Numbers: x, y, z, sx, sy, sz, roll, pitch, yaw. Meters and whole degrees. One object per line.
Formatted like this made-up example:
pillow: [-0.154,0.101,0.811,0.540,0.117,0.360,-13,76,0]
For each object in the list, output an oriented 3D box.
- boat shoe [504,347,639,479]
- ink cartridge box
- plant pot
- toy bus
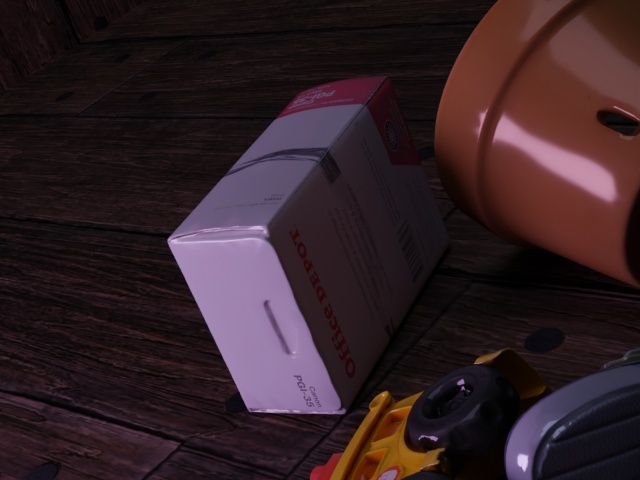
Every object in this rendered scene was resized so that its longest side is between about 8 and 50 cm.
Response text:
boat shoe: [0.231,0.123,0.816,0.302,0.109,0.094,-6,12,-33]
ink cartridge box: [0.000,0.000,1.152,0.117,0.207,0.283,-5,31,32]
plant pot: [0.277,-0.091,1.072,0.291,0.291,0.203,-30,44,-16]
toy bus: [0.059,0.201,0.829,0.211,0.149,0.220,-17,26,39]
